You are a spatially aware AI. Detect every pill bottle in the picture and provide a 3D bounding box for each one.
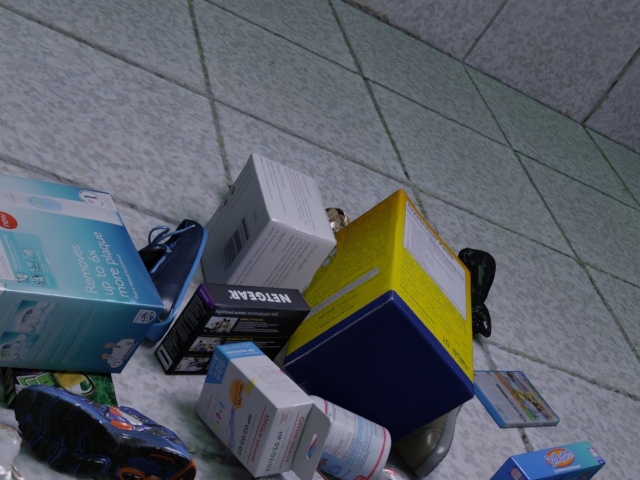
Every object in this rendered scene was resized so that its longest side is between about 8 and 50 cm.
[{"bbox_3d":[0.006,0.259,1.531,0.160,0.087,0.087,27,27,-16],"label":"pill bottle"}]

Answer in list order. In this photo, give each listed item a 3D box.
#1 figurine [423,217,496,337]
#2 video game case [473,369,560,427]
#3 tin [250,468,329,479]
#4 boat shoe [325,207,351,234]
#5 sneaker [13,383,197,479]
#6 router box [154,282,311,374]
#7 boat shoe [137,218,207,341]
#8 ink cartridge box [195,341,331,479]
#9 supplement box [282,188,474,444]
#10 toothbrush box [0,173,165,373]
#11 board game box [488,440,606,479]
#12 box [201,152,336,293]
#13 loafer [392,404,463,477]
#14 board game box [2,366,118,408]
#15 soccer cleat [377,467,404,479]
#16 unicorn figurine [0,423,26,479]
[{"bbox_3d":[0.226,0.072,2.131,0.214,0.092,0.209,29,30,-12],"label":"figurine"},{"bbox_3d":[0.329,0.271,1.988,0.166,0.015,0.119,7,37,-45],"label":"video game case"},{"bbox_3d":[-0.046,0.326,1.415,0.106,0.040,0.189,35,25,8],"label":"tin"},{"bbox_3d":[0.000,0.000,1.938,0.341,0.110,0.122,34,26,-3],"label":"boat shoe"},{"bbox_3d":[-0.247,0.222,1.316,0.221,0.083,0.087,31,12,-21],"label":"sneaker"},{"bbox_3d":[-0.116,0.122,1.563,0.178,0.133,0.046,7,38,-46],"label":"router box"},{"bbox_3d":[-0.222,0.033,1.621,0.089,0.109,0.258,27,24,-9],"label":"boat shoe"},{"bbox_3d":[-0.073,0.217,1.430,0.061,0.104,0.181,-2,28,-41],"label":"ink cartridge box"},{"bbox_3d":[0.094,0.113,1.711,0.194,0.195,0.356,50,22,-17],"label":"supplement box"},{"bbox_3d":[-0.365,0.033,1.357,0.295,0.126,0.216,10,36,-41],"label":"toothbrush box"},{"bbox_3d":[0.289,0.359,1.623,0.210,0.160,0.047,4,39,-49],"label":"board game box"},{"bbox_3d":[-0.085,-0.001,1.753,0.119,0.181,0.182,22,28,-27],"label":"box"},{"bbox_3d":[0.158,0.247,1.728,0.087,0.094,0.251,38,25,-5],"label":"loafer"},{"bbox_3d":[-0.333,0.116,1.431,0.136,0.030,0.260,19,30,-35],"label":"board game box"},{"bbox_3d":[0.106,0.340,1.584,0.083,0.029,0.036,35,21,-13],"label":"soccer cleat"},{"bbox_3d":[-0.341,0.232,1.186,0.111,0.060,0.162,24,30,-13],"label":"unicorn figurine"}]
